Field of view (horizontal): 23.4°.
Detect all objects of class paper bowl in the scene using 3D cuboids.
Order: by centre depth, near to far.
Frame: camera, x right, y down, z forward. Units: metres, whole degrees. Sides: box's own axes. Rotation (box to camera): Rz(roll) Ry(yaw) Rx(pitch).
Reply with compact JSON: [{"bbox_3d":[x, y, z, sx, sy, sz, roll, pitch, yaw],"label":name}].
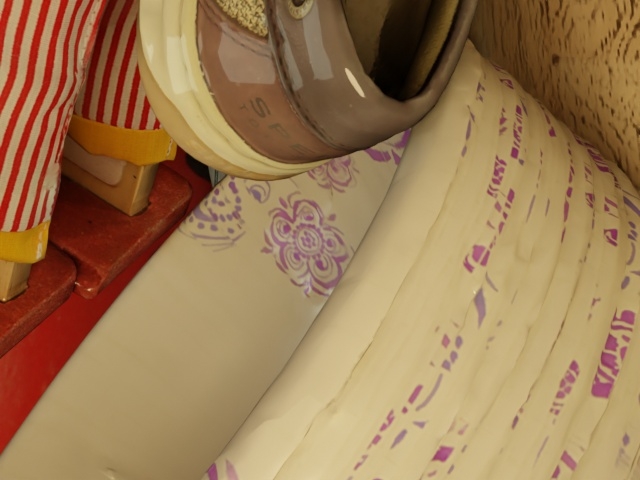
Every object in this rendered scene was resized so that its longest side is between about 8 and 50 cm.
[{"bbox_3d":[-0.001,0.083,0.492,0.148,0.284,0.284,38,-179,-14],"label":"paper bowl"}]

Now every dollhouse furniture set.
[{"bbox_3d":[-0.209,-0.138,0.557,0.152,0.374,0.201,-41,-25,-50],"label":"dollhouse furniture set"}]

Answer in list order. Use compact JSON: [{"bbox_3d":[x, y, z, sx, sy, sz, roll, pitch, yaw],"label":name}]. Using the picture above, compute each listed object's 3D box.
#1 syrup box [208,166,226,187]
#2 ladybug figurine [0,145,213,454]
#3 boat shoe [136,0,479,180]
[{"bbox_3d":[0.000,0.000,0.825,0.096,0.093,0.236,100,159,-65],"label":"syrup box"},{"bbox_3d":[-0.073,0.109,0.921,0.162,0.305,0.449,-24,54,37],"label":"ladybug figurine"},{"bbox_3d":[0.025,-0.156,0.428,0.092,0.103,0.285,3,77,50],"label":"boat shoe"}]
